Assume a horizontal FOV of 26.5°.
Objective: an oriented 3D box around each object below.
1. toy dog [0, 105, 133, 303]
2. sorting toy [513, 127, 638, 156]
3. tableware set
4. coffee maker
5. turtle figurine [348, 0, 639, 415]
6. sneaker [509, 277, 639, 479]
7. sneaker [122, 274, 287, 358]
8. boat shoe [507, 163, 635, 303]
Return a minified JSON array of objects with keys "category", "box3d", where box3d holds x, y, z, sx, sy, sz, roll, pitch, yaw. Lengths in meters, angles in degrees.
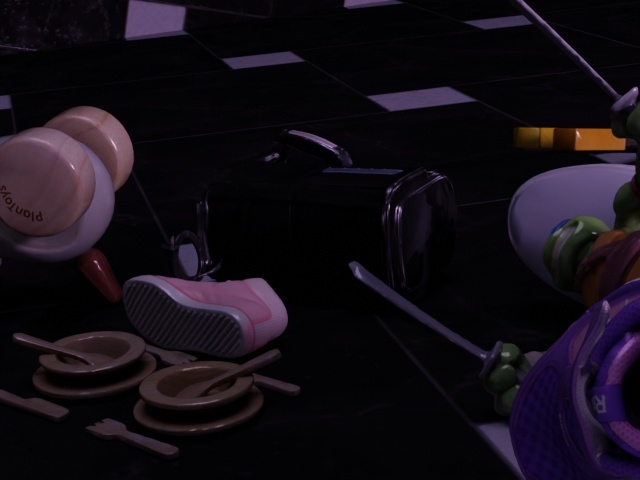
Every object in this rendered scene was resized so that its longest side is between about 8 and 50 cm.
[{"category":"toy dog","box3d":[-0.291,0.003,1.141,0.333,0.161,0.220,-11,13,36]},{"category":"sorting toy","box3d":[0.301,-0.086,1.295,0.307,0.041,0.229,-2,6,-34]},{"category":"tableware set","box3d":[-0.120,0.088,0.925,0.194,0.039,0.128,10,22,40]},{"category":"coffee maker","box3d":[0.000,0.000,1.099,0.178,0.120,0.171,5,42,33]},{"category":"turtle figurine","box3d":[0.173,0.023,0.811,0.198,0.275,0.266,-45,33,-10]},{"category":"sneaker","box3d":[0.124,0.054,0.484,0.104,0.095,0.236,-10,-11,-27]},{"category":"sneaker","box3d":[-0.083,0.052,1.020,0.134,0.051,0.070,13,22,38]},{"category":"boat shoe","box3d":[0.295,-0.002,0.996,0.306,0.113,0.105,4,12,18]}]
